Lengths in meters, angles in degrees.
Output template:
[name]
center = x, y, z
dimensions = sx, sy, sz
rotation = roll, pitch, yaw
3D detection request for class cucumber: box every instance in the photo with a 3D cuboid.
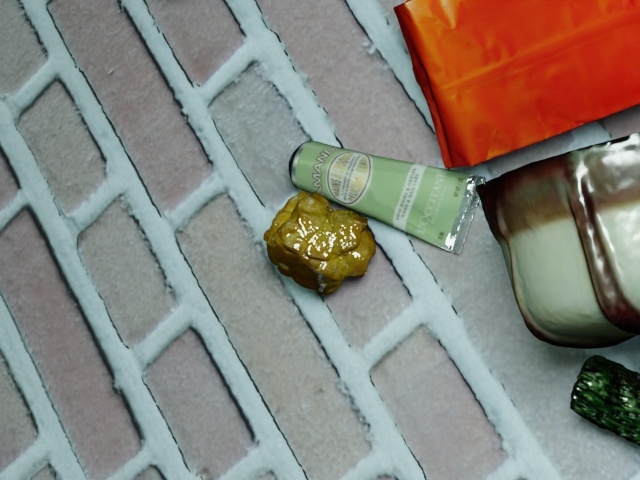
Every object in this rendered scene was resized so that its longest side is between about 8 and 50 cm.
[cucumber]
center = 0.356, 0.190, 1.568
dimensions = 0.293, 0.067, 0.067
rotation = 28, 93, 36

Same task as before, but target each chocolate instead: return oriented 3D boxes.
[chocolate]
center = 0.289, 0.002, 1.574
dimensions = 0.284, 0.283, 0.186
rotation = -16, 89, 31

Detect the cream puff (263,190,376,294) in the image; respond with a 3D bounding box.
[cream puff]
center = 0.000, 0.000, 1.849
dimensions = 0.122, 0.116, 0.094
rotation = 22, 66, 42

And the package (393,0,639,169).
[package]
center = 0.248, -0.208, 1.677
dimensions = 0.424, 0.123, 0.196
rotation = -18, 98, 35

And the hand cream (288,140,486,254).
[hand cream]
center = 0.063, -0.059, 1.859
dimensions = 0.235, 0.055, 0.086
rotation = 19, 91, 30
